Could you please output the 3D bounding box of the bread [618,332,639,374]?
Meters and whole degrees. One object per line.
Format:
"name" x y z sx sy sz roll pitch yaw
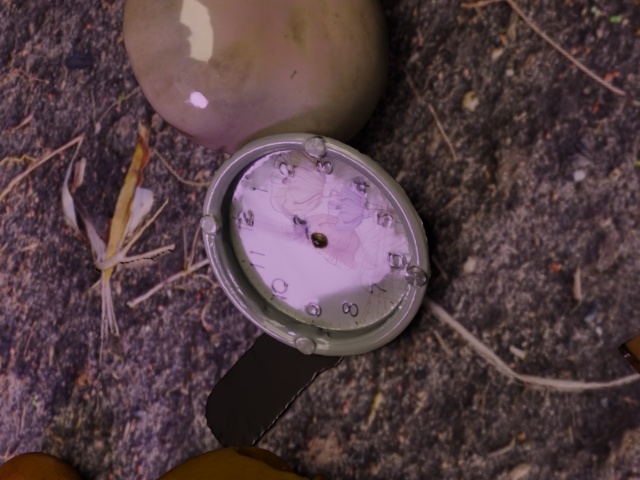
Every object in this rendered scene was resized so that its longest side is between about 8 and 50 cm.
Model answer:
"bread" 0.365 0.119 1.094 0.262 0.204 0.163 34 103 28

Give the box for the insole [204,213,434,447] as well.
"insole" -0.004 0.090 1.438 0.322 0.007 0.109 -48 61 17

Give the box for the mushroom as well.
"mushroom" -0.067 -0.192 1.419 0.254 0.234 0.260 -39 96 -19

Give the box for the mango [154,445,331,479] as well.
"mango" -0.117 0.334 1.355 0.364 0.182 0.253 -18 70 23

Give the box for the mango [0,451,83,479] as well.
"mango" -0.295 0.305 1.537 0.115 0.089 0.165 -30 70 14

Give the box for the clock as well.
"clock" 0.000 0.000 1.378 0.236 0.053 0.237 12 120 22
